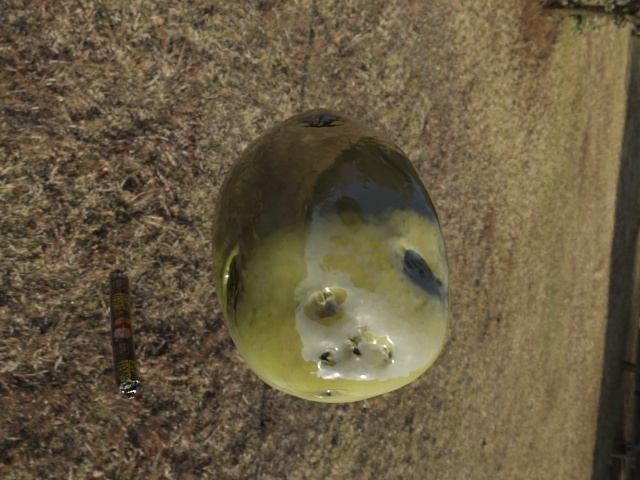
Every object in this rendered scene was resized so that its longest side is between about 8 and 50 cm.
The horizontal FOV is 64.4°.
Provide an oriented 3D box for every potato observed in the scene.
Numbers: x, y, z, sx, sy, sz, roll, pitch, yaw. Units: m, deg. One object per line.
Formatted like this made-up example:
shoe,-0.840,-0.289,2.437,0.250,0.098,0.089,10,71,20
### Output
potato,0.000,0.000,0.531,0.220,0.243,0.327,5,44,-17

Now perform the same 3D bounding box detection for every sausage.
sausage,-0.233,0.101,0.599,0.198,0.028,0.025,-117,-165,-45
